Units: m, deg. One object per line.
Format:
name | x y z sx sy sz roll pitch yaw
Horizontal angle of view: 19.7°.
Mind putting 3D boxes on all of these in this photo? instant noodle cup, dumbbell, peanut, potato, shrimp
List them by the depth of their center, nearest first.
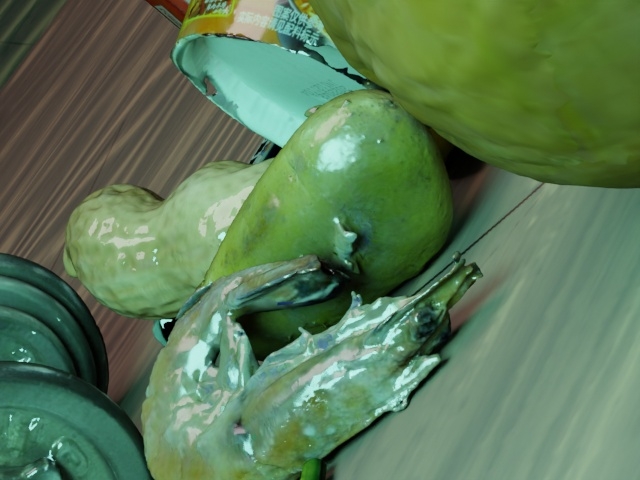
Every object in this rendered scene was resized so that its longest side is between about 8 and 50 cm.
shrimp | -0.013 0.055 0.953 0.223 0.047 0.126 -35 59 25
potato | 0.000 0.000 1.011 0.188 0.105 0.085 -44 15 29
instant noodle cup | 0.027 -0.152 1.102 0.182 0.230 0.230 -65 20 -14
dumbbell | -0.204 0.121 1.138 0.179 0.179 0.406 -49 17 2
peanut | -0.080 0.000 1.166 0.228 0.085 0.104 -10 48 35

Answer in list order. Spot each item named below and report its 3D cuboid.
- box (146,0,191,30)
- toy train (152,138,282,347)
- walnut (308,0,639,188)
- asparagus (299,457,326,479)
box | -0.054 -0.239 1.606 0.182 0.133 0.099 -53 16 -5
toy train | -0.053 -0.006 1.259 0.207 0.043 0.047 -58 17 -26
walnut | 0.146 -0.210 0.737 0.398 0.308 0.354 -47 20 15
asparagus | -0.011 0.155 0.855 0.016 0.016 0.163 -24 24 20
